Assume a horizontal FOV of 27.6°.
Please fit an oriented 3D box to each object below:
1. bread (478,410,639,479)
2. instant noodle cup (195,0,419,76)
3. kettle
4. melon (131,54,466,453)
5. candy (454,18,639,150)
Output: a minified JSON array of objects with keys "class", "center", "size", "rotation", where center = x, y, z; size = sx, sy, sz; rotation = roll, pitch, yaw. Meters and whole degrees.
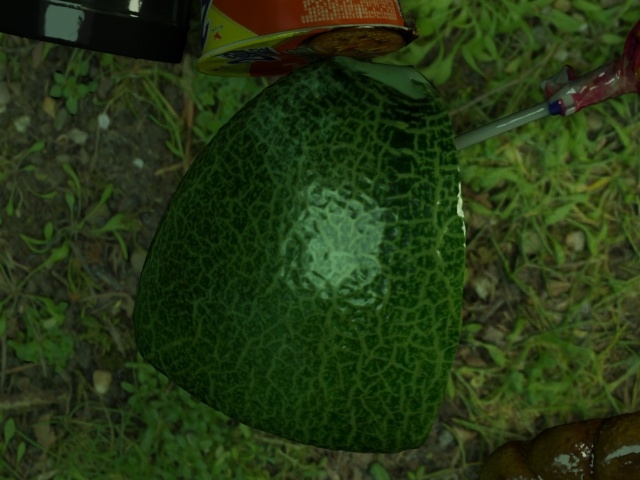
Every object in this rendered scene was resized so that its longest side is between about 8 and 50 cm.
[{"class":"bread","center":[0.327,0.218,1.289],"size":[0.344,0.084,0.124],"rotation":[-16,118,12]},{"class":"instant noodle cup","center":[-0.025,-0.258,1.230],"size":[0.213,0.213,0.174],"rotation":[-8,88,12]},{"class":"kettle","center":[-0.215,-0.323,1.266],"size":[0.207,0.251,0.271],"rotation":[9,100,-16]},{"class":"melon","center":[0.000,0.000,1.257],"size":[0.331,0.226,0.343],"rotation":[22,122,24]},{"class":"candy","center":[0.241,-0.133,1.246],"size":[0.365,0.124,0.124],"rotation":[-22,94,21]}]
